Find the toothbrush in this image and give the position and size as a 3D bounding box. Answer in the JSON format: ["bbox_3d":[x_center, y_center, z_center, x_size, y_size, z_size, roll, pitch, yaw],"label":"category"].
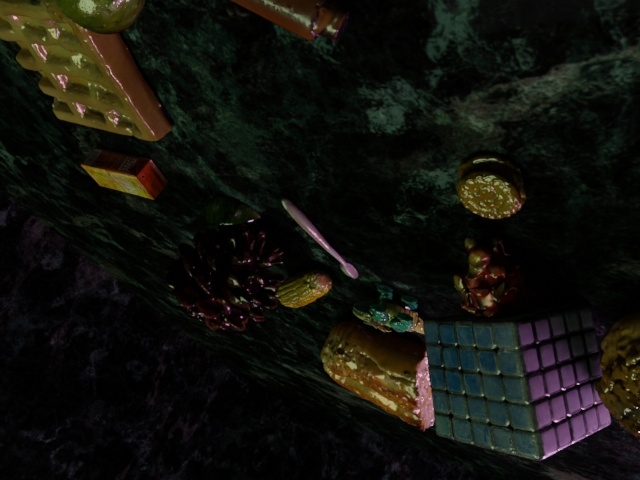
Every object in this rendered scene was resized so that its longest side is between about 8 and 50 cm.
[{"bbox_3d":[0.000,0.000,1.246,0.029,0.025,0.307,11,151,50],"label":"toothbrush"}]

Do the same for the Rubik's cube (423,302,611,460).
[{"bbox_3d":[0.366,0.251,0.988,0.238,0.238,0.237,-4,175,-33],"label":"Rubik's cube"}]

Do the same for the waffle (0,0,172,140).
[{"bbox_3d":[-0.482,-0.350,1.034,0.304,0.078,0.348,18,153,21],"label":"waffle"}]

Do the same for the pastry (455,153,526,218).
[{"bbox_3d":[0.256,-0.080,0.787,0.109,0.057,0.097,23,153,9],"label":"pastry"}]

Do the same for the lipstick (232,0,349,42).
[{"bbox_3d":[-0.157,-0.364,0.665,0.418,0.077,0.077,27,155,2],"label":"lipstick"}]

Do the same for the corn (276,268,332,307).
[{"bbox_3d":[-0.049,0.136,1.469,0.097,0.097,0.261,35,154,-14],"label":"corn"}]

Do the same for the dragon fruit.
[{"bbox_3d":[0.308,0.069,0.944,0.133,0.150,0.208,-20,125,22],"label":"dragon fruit"}]

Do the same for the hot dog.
[{"bbox_3d":[0.183,0.401,1.628,0.365,0.196,0.367,16,145,28],"label":"hot dog"}]

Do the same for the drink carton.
[{"bbox_3d":[-0.530,-0.182,1.407,0.222,0.071,0.096,14,151,28],"label":"drink carton"}]

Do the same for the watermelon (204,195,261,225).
[{"bbox_3d":[-0.250,-0.059,1.338,0.181,0.075,0.092,4,149,40],"label":"watermelon"}]

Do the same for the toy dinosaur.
[{"bbox_3d":[0.209,0.196,1.332,0.259,0.094,0.153,16,153,10],"label":"toy dinosaur"}]

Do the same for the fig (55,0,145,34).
[{"bbox_3d":[-0.314,-0.380,0.764,0.156,0.123,0.123,-22,126,40],"label":"fig"}]

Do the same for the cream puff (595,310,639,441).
[{"bbox_3d":[0.621,0.246,0.817,0.343,0.231,0.327,37,151,-16],"label":"cream puff"}]

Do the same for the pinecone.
[{"bbox_3d":[-0.236,0.085,1.349,0.298,0.295,0.242,60,173,33],"label":"pinecone"}]
